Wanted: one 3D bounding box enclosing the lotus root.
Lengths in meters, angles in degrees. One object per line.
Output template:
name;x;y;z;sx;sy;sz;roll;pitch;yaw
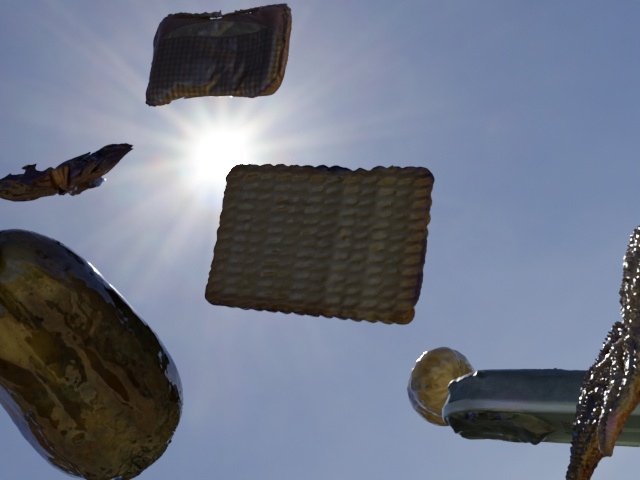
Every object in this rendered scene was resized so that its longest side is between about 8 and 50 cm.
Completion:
lotus root;-0.234;0.106;1.015;0.152;0.160;0.275;-41;-63;-17

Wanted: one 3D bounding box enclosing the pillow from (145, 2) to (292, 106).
pillow;-0.132;-0.241;1.418;0.211;0.135;0.034;-2;-21;25

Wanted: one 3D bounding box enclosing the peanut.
peanut;0.144;0.175;1.293;0.082;0.082;0.187;-34;-15;-9

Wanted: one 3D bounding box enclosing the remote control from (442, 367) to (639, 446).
remote control;0.222;0.138;0.896;0.247;0.052;0.104;-1;-24;20

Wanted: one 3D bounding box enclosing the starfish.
starfish;0.198;0.068;0.702;0.240;0.043;0.227;-47;-28;-59

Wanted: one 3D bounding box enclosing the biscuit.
biscuit;0.000;0.000;1.207;0.029;0.254;0.172;35;-118;-62

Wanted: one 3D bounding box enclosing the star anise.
star anise;-0.360;-0.087;1.538;0.212;0.053;0.157;-21;-1;-11
